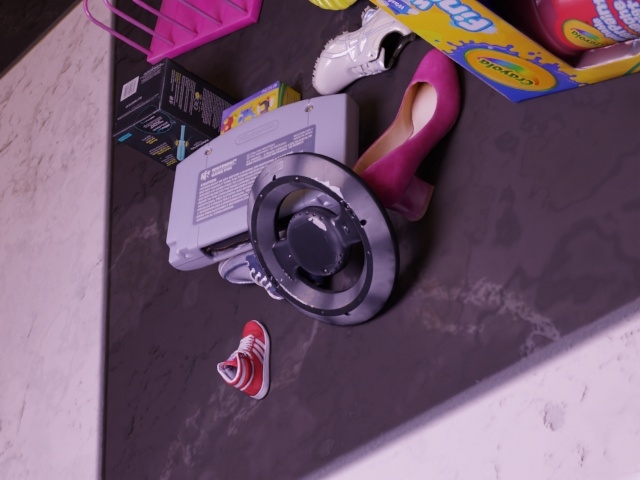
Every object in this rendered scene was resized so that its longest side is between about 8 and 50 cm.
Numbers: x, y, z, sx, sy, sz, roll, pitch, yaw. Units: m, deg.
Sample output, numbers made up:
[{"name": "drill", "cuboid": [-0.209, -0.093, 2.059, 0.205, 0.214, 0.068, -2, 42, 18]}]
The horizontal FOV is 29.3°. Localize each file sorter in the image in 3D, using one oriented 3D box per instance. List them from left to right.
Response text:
[{"name": "file sorter", "cuboid": [-0.246, -0.461, 2.089, 0.290, 0.182, 0.202, -12, 59, 46]}]

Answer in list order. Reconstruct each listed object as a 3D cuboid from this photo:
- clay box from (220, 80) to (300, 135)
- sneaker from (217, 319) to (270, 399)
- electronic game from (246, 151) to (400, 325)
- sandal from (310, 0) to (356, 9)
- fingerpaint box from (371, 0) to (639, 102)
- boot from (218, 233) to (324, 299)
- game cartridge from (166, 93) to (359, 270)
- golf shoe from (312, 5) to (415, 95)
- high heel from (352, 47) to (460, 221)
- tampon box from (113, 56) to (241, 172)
[{"name": "clay box", "cuboid": [-0.096, -0.112, 1.798, 0.127, 0.053, 0.222, -23, 51, 38]}, {"name": "sneaker", "cuboid": [-0.103, 0.149, 1.630, 0.042, 0.067, 0.118, -35, 44, 31]}, {"name": "electronic game", "cuboid": [0.000, 0.000, 1.516, 0.229, 0.229, 0.048, -17, 11, 43]}, {"name": "sandal", "cuboid": [0.070, -0.427, 1.770, 0.138, 0.126, 0.317, -43, 22, -29]}, {"name": "fingerpaint box", "cuboid": [0.217, -0.332, 1.242, 0.371, 0.444, 0.163, -9, 62, 46]}, {"name": "boot", "cuboid": [-0.070, 0.043, 1.655, 0.190, 0.069, 0.086, -24, 48, 38]}, {"name": "game cartridge", "cuboid": [-0.076, -0.086, 1.673, 0.297, 0.062, 0.198, -20, 45, 28]}, {"name": "golf shoe", "cuboid": [0.060, -0.256, 1.699, 0.176, 0.069, 0.086, -45, 46, 23]}, {"name": "high heel", "cuboid": [0.102, -0.152, 1.536, 0.082, 0.117, 0.244, -1, 67, 50]}, {"name": "tampon box", "cuboid": [-0.219, -0.187, 1.901, 0.120, 0.161, 0.101, -23, 51, 38]}]
